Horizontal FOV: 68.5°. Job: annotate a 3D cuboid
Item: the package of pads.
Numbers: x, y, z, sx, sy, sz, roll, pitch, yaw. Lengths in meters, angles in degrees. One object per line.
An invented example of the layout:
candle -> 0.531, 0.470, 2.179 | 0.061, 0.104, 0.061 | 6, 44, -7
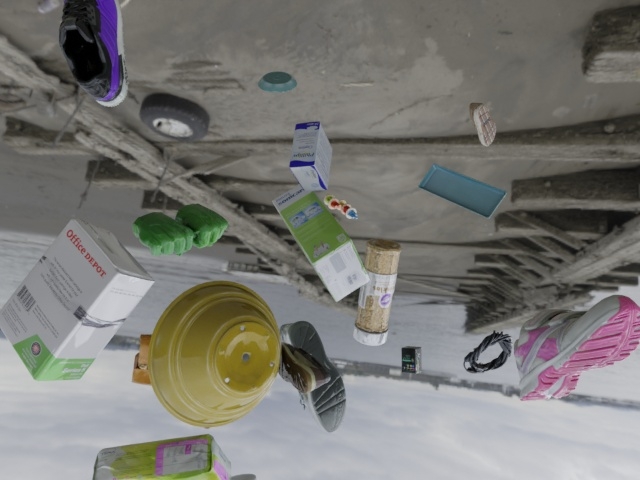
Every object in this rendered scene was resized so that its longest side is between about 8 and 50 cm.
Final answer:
package of pads -> -0.398, 0.595, 1.208 | 0.297, 0.101, 0.229 | -7, 140, -2

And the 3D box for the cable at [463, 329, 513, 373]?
cable -> 0.508, 0.332, 1.403 | 0.185, 0.150, 0.047 | 13, -161, -36

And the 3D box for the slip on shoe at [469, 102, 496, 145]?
slip on shoe -> 0.421, -0.305, 1.231 | 0.041, 0.051, 0.135 | 43, 178, 46

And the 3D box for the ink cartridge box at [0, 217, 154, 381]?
ink cartridge box -> -0.512, 0.122, 0.983 | 0.198, 0.273, 0.115 | 39, -179, 25

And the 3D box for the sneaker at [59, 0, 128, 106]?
sneaker -> -0.476, -0.436, 0.960 | 0.102, 0.293, 0.146 | -11, -176, 3

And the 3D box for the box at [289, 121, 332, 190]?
box -> -0.023, -0.221, 1.247 | 0.072, 0.137, 0.126 | -1, 156, 18

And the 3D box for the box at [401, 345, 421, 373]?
box -> 0.307, 0.402, 1.585 | 0.052, 0.083, 0.062 | -4, 173, 31

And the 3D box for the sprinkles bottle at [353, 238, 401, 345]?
sprinkles bottle -> 0.191, 0.177, 1.605 | 0.121, 0.355, 0.121 | 6, -163, -2

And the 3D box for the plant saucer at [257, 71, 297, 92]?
plant saucer -> -0.131, -0.484, 1.424 | 0.119, 0.119, 0.021 | 6, 134, 6

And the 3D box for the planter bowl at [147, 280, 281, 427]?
planter bowl -> -0.126, 0.165, 0.678 | 0.217, 0.217, 0.090 | 17, 164, -34

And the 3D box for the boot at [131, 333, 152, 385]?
boot -> -0.373, 0.363, 1.210 | 0.211, 0.295, 0.104 | 2, -160, -16

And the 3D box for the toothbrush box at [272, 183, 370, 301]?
toothbrush box -> 0.000, 0.000, 1.327 | 0.122, 0.283, 0.206 | -33, 138, -4

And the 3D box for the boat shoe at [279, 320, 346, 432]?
boat shoe -> -0.026, 0.378, 1.316 | 0.118, 0.320, 0.103 | -26, -176, -35

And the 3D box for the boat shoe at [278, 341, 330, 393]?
boat shoe -> -0.033, 0.205, 0.765 | 0.049, 0.056, 0.152 | 0, -169, -25

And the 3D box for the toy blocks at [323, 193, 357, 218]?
toy blocks -> 0.093, -0.141, 2.041 | 0.123, 0.054, 0.148 | 20, -165, -32

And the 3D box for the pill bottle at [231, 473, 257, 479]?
pill bottle -> -0.225, 0.866, 1.365 | 0.176, 0.318, 0.176 | -11, 169, -2

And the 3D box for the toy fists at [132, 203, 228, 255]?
toy fists -> -0.395, -0.027, 1.370 | 0.142, 0.096, 0.279 | 26, -154, 27

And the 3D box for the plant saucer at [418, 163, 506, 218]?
plant saucer -> 0.299, -0.106, 1.003 | 0.192, 0.067, 0.018 | 34, 179, 45

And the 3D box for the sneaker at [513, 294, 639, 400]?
sneaker -> 0.362, 0.147, 0.705 | 0.103, 0.111, 0.252 | 3, 140, -17
